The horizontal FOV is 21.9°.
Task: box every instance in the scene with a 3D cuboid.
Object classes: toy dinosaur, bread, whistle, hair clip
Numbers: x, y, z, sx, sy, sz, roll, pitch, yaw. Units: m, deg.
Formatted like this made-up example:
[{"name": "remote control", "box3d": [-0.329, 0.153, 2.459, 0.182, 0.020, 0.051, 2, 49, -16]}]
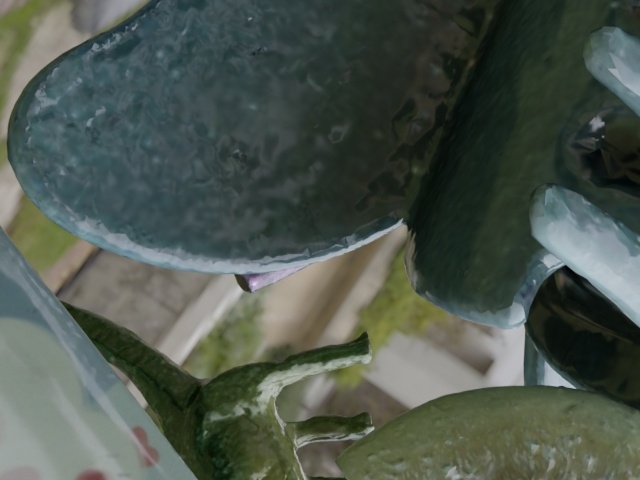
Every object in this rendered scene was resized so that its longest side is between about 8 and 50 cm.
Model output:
[{"name": "toy dinosaur", "box3d": [-0.102, 0.161, 1.139, 0.087, 0.300, 0.447, 106, -23, -68]}, {"name": "bread", "box3d": [0.105, 0.124, 0.587, 0.112, 0.193, 0.036, -36, -179, -1]}, {"name": "whistle", "box3d": [0.000, 0.000, 1.556, 0.176, 0.033, 0.033, -26, 166, -16]}, {"name": "hair clip", "box3d": [0.131, -0.072, 0.684, 0.238, 0.392, 0.318, -11, -130, 60]}]

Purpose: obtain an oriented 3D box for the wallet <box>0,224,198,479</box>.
[{"name": "wallet", "box3d": [-0.193, 0.182, 0.948, 0.252, 0.360, 0.083, -39, -169, -17]}]
